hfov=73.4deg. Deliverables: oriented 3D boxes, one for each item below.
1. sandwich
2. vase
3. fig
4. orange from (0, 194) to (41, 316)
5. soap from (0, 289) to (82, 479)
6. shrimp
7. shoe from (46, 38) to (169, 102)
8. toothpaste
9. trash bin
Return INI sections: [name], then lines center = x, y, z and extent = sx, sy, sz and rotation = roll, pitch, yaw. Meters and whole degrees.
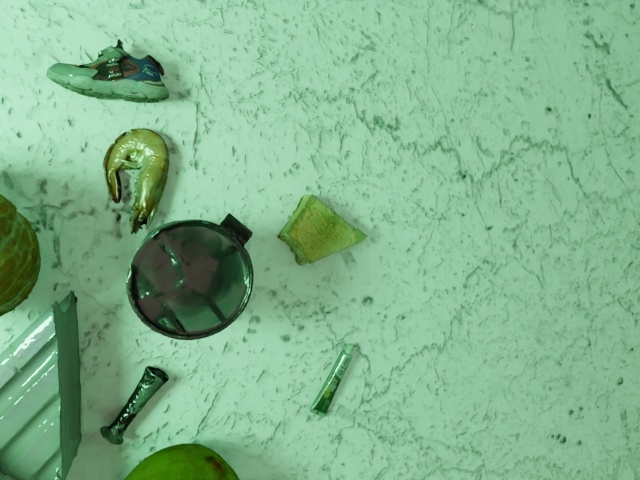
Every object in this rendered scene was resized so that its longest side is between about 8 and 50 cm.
[sandwich]
center = 0.000, 0.000, 1.084
extent = 0.193, 0.058, 0.162
rotation = 34, 83, -20
[vase]
center = -0.411, 0.363, 0.952
extent = 0.059, 0.059, 0.167
rotation = 38, 80, -18
[fig]
center = -0.326, 0.587, 0.896
extent = 0.326, 0.258, 0.258
rotation = -39, 105, -1
[orange]
center = -0.642, 0.006, 0.708
extent = 0.329, 0.329, 0.249
rotation = 44, 62, -17
[soap]
center = -0.517, 0.300, 0.855
extent = 0.258, 0.159, 0.302
rotation = 44, 81, -12
[shrimp]
center = -0.404, -0.130, 0.931
extent = 0.133, 0.053, 0.236
rotation = 9, 87, -22
[shoe]
center = -0.429, -0.355, 0.881
extent = 0.227, 0.099, 0.125
rotation = 1, 100, -25
[toothpaste]
center = 0.036, 0.365, 1.129
extent = 0.049, 0.031, 0.204
rotation = 29, 85, -17
[trash bin]
center = -0.269, 0.065, 0.878
extent = 0.217, 0.262, 0.277
rotation = 45, 78, -17
